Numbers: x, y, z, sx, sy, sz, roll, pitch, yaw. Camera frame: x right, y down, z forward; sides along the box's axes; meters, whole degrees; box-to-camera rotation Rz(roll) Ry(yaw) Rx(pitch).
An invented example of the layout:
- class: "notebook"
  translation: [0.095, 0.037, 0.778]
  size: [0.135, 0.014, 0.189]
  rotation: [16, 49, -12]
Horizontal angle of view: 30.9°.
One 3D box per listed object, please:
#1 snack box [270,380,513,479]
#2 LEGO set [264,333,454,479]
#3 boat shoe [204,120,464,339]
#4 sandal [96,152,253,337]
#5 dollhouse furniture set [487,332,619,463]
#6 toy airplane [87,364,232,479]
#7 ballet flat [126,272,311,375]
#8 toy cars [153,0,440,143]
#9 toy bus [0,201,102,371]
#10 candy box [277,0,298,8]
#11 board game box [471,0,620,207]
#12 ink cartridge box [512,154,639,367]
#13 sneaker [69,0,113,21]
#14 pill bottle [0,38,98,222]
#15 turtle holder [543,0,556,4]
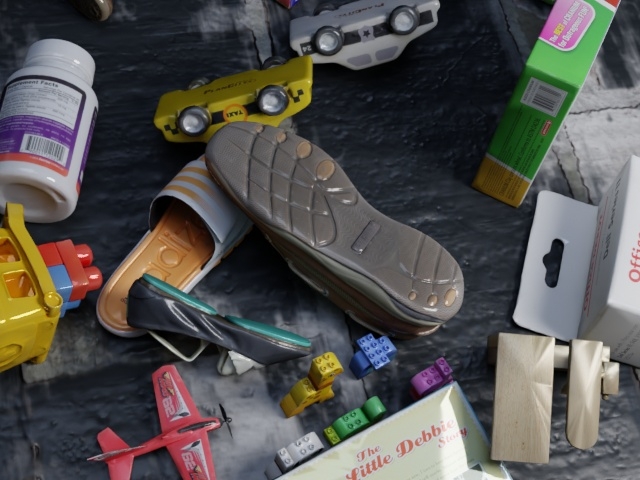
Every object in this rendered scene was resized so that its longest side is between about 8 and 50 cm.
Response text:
- class: "snack box"
  translation: [0.040, 0.290, 1.115]
  size: [0.322, 0.060, 0.187]
  rotation: [-25, 80, -21]
- class: "LEGO set"
  translation: [0.031, 0.151, 1.191]
  size: [0.227, 0.093, 0.087]
  rotation: [-27, 68, -21]
- class: "boat shoe"
  translation: [0.000, 0.000, 1.255]
  size: [0.324, 0.116, 0.123]
  rotation: [40, 54, 7]
- class: "sandal"
  translation: [-0.147, -0.008, 1.264]
  size: [0.102, 0.076, 0.265]
  rotation: [29, 61, 8]
- class: "dollhouse furniture set"
  translation: [0.232, 0.167, 1.200]
  size: [0.144, 0.151, 0.123]
  rotation: [6, 82, -6]
- class: "toy airplane"
  translation: [-0.160, 0.205, 1.169]
  size: [0.151, 0.028, 0.151]
  rotation: [3, 59, -6]
- class: "ballet flat"
  translation: [-0.111, 0.101, 1.214]
  size: [0.203, 0.074, 0.074]
  rotation: [23, 59, -14]
- class: "toy cars"
  translation: [-0.015, -0.197, 1.379]
  size: [0.394, 0.087, 0.176]
  rotation: [-35, 33, -28]
- class: "toy bus"
  translation: [-0.344, 0.029, 1.186]
  size: [0.211, 0.149, 0.220]
  rotation: [-16, 61, -31]
- class: "candy box"
  translation: [-0.038, -0.494, 1.531]
  size: [0.268, 0.122, 0.317]
  rotation: [38, 61, 12]
- class: "board game box"
  translation: [0.288, -0.228, 1.361]
  size: [0.064, 0.242, 0.316]
  rotation: [25, 59, 6]
- class: "ink cartridge box"
  translation: [0.414, 0.040, 1.296]
  size: [0.354, 0.119, 0.207]
  rotation: [16, 60, 1]
- class: "sneaker"
  translation: [-0.304, -0.354, 1.443]
  size: [0.071, 0.066, 0.188]
  rotation: [-34, 71, -25]
- class: "pill bottle"
  translation: [-0.308, -0.126, 1.289]
  size: [0.108, 0.108, 0.193]
  rotation: [8, 59, -4]
- class: "turtle holder"
  translation: [0.306, -0.473, 1.509]
  size: [0.320, 0.227, 0.243]
  rotation: [0, 61, -9]
